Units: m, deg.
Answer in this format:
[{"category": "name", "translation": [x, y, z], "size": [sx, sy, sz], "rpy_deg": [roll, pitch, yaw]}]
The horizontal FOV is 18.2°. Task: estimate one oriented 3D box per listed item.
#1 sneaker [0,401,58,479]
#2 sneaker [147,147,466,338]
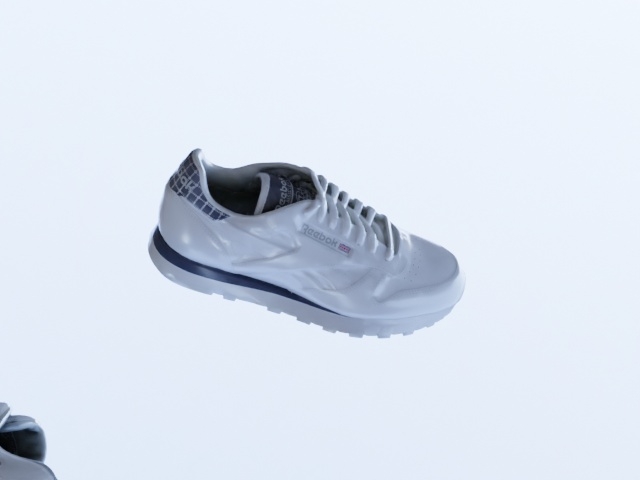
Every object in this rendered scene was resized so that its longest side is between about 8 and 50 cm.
[{"category": "sneaker", "translation": [-0.287, 0.171, 1.515], "size": [0.146, 0.122, 0.330], "rpy_deg": [-18, -158, -22]}, {"category": "sneaker", "translation": [0.000, 0.000, 1.409], "size": [0.235, 0.095, 0.090], "rpy_deg": [11, -144, -18]}]
